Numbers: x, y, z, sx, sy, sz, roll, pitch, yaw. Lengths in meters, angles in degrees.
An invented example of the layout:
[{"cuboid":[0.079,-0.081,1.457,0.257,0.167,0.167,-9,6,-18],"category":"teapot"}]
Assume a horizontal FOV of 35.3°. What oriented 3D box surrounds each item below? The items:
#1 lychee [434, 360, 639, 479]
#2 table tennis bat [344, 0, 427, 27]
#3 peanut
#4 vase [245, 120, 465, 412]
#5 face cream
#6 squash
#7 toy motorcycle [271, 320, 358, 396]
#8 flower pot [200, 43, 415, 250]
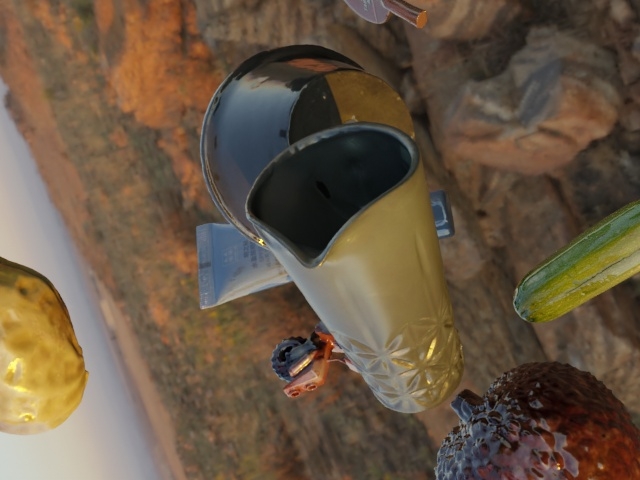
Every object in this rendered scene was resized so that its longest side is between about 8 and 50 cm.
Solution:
[{"cuboid":[0.264,0.269,1.202,0.260,0.260,0.261,160,90,-75],"category":"lychee"},{"cuboid":[0.105,-0.339,1.271,0.170,0.119,0.107,39,161,35],"category":"table tennis bat"},{"cuboid":[-0.342,0.057,0.974,0.305,0.147,0.147,50,168,-10],"category":"peanut"},{"cuboid":[0.054,0.028,0.951,0.251,0.156,0.301,-81,-26,-44],"category":"vase"},{"cuboid":[0.000,0.000,1.449,0.086,0.385,0.136,51,-150,-61],"category":"face cream"},{"cuboid":[0.305,0.021,1.106,0.239,0.069,0.069,-39,68,38],"category":"squash"},{"cuboid":[0.038,0.156,1.363,0.084,0.212,0.118,60,-170,-56],"category":"toy motorcycle"},{"cuboid":[0.008,-0.114,1.194,0.166,0.269,0.269,-2,108,65],"category":"flower pot"}]
